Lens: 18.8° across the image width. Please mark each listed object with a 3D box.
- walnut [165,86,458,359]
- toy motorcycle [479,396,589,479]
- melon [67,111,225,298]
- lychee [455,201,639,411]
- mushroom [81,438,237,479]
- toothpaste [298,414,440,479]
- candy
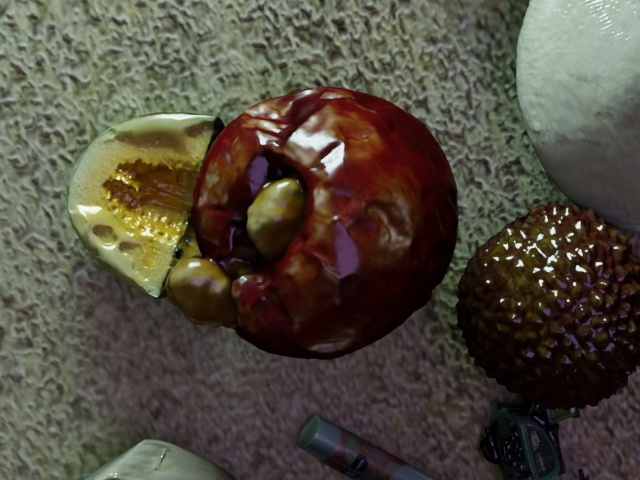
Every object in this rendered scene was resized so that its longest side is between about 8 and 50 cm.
[{"bbox_3d":[0.000,0.000,1.612,0.244,0.269,0.221,-48,68,21],"label":"walnut"},{"bbox_3d":[0.210,0.221,1.808,0.100,0.058,0.173,-18,100,-23],"label":"toy motorcycle"},{"bbox_3d":[-0.148,-0.040,1.644,0.128,0.079,0.160,19,91,-3],"label":"melon"},{"bbox_3d":[0.211,0.066,1.718,0.188,0.188,0.188,-2,97,-19],"label":"lychee"},{"bbox_3d":[-0.109,0.245,1.678,0.247,0.096,0.108,29,62,-23],"label":"mushroom"},{"bbox_3d":[0.071,0.221,1.768,0.205,0.036,0.056,31,125,-20],"label":"toothpaste"},{"bbox_3d":[0.307,-0.146,1.733,0.295,0.185,0.295,-1,93,-24],"label":"candy"}]
